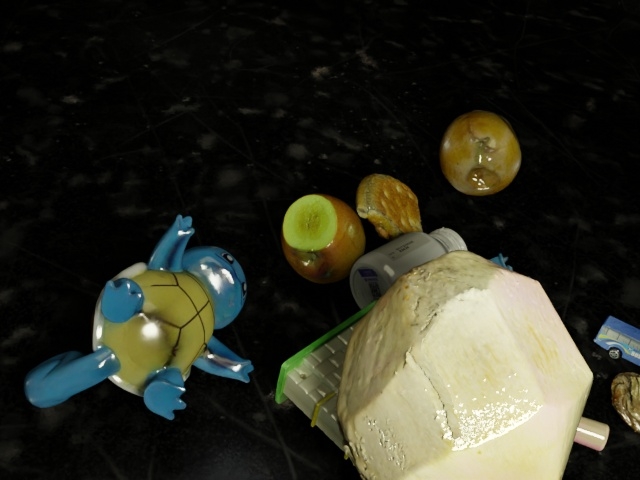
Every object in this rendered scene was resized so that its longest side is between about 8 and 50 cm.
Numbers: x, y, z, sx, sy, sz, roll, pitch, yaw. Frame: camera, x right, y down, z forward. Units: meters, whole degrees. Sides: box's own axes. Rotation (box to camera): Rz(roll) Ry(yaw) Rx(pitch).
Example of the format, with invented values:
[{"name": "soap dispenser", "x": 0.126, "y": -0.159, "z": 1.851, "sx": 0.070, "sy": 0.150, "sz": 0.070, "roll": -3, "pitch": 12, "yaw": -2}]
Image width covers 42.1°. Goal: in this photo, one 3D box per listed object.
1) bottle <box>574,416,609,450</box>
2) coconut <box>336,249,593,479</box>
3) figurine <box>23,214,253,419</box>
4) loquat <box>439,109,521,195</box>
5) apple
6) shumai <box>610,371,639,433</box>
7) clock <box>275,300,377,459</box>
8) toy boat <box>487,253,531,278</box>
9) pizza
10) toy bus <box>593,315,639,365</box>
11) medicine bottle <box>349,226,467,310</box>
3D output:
[{"name": "bottle", "x": 0.418, "y": 0.308, "z": 1.363, "sx": 0.096, "sy": 0.045, "sz": 0.045, "roll": 17, "pitch": 41, "yaw": 14}, {"name": "coconut", "x": 0.188, "y": 0.206, "z": 1.109, "sx": 0.353, "sy": 0.352, "sz": 0.352, "roll": 5, "pitch": 40, "yaw": -4}, {"name": "figurine", "x": -0.254, "y": 0.145, "z": 1.323, "sx": 0.416, "sy": 0.243, "sz": 0.298, "roll": -34, "pitch": 99, "yaw": -36}, {"name": "loquat", "x": 0.354, "y": -0.198, "z": 1.849, "sx": 0.179, "sy": 0.179, "sz": 0.227, "roll": 11, "pitch": 39, "yaw": 2}, {"name": "apple", "x": 0.006, "y": 0.000, "z": 1.558, "sx": 0.146, "sy": 0.163, "sz": 0.147, "roll": -9, "pitch": 41, "yaw": 31}, {"name": "shumai", "x": 0.570, "y": 0.273, "z": 1.403, "sx": 0.123, "sy": 0.105, "sz": 0.139, "roll": -19, "pitch": 72, "yaw": -34}, {"name": "clock", "x": 0.094, "y": 0.254, "z": 1.328, "sx": 0.220, "sy": 0.106, "sz": 0.255, "roll": -29, "pitch": 58, "yaw": -35}, {"name": "toy boat", "x": 0.357, "y": 0.119, "z": 1.532, "sx": 0.097, "sy": 0.100, "sz": 0.223, "roll": -9, "pitch": 42, "yaw": 1}, {"name": "pizza", "x": 0.146, "y": -0.044, "z": 1.671, "sx": 0.197, "sy": 0.058, "sz": 0.292, "roll": 60, "pitch": 24, "yaw": 3}, {"name": "toy bus", "x": 0.578, "y": 0.196, "z": 1.511, "sx": 0.153, "sy": 0.061, "sz": 0.051, "roll": 27, "pitch": 38, "yaw": 23}, {"name": "medicine bottle", "x": 0.171, "y": 0.056, "z": 1.543, "sx": 0.215, "sy": 0.135, "sz": 0.135, "roll": -25, "pitch": 51, "yaw": -35}]
